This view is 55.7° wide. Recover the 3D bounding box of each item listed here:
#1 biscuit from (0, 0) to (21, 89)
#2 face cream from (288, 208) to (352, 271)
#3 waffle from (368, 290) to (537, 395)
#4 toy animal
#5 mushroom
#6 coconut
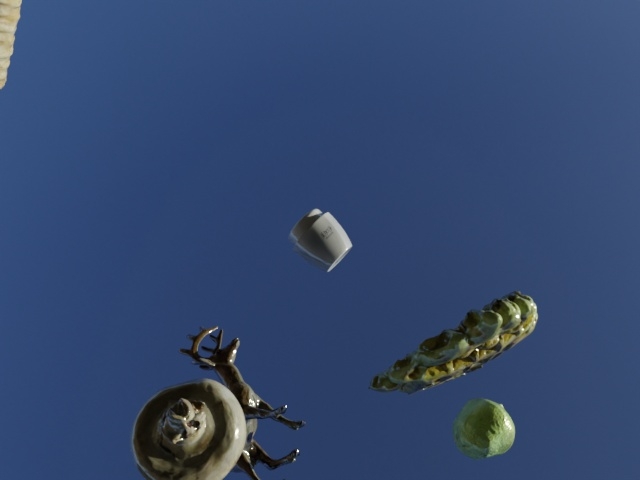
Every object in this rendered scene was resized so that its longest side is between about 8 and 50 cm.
[{"bbox_3d":[-0.366,-0.262,0.673,0.055,0.061,0.219,45,-58,27],"label":"biscuit"},{"bbox_3d":[0.000,0.000,1.048,0.095,0.091,0.091,43,-103,7],"label":"face cream"},{"bbox_3d":[0.182,0.136,0.758,0.204,0.223,0.054,-40,-114,20],"label":"waffle"},{"bbox_3d":[-0.147,0.284,1.027,0.259,0.087,0.244,10,-89,36],"label":"toy animal"},{"bbox_3d":[-0.097,0.137,0.437,0.085,0.079,0.085,0,-117,-1],"label":"mushroom"},{"bbox_3d":[0.238,0.271,0.876,0.096,0.088,0.088,-36,-119,-26],"label":"coconut"}]
